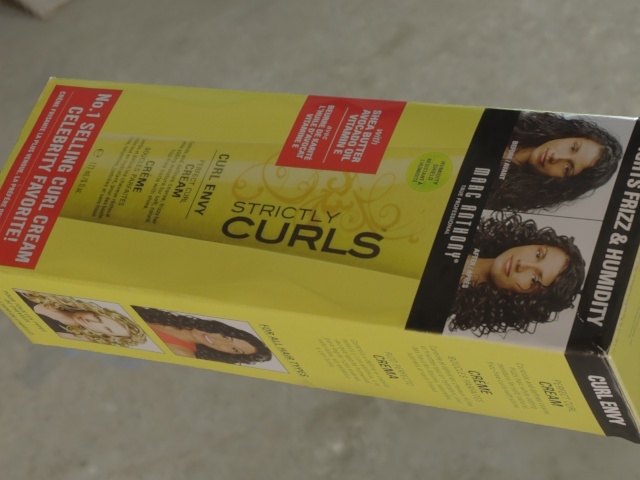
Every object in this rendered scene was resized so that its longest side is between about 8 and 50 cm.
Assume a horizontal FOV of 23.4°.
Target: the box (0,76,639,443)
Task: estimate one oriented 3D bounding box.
[{"bbox_3d":[0.000,0.000,0.499,0.232,0.058,0.087,7,61,30],"label":"box"}]
